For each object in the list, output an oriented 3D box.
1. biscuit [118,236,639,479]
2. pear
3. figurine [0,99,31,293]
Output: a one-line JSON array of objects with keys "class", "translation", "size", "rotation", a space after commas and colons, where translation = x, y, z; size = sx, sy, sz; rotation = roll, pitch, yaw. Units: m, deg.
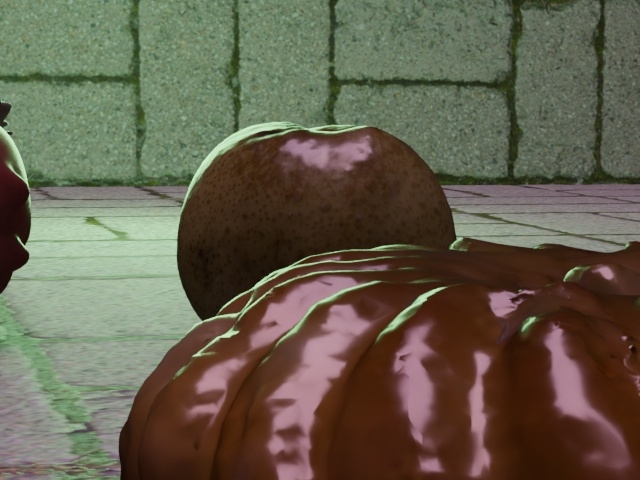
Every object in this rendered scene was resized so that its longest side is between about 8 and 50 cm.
[{"class": "biscuit", "translation": [0.096, 0.055, 0.546], "size": [0.326, 0.107, 0.326], "rotation": [0, 2, 0]}, {"class": "pear", "translation": [0.000, 0.000, 0.902], "size": [0.167, 0.136, 0.167], "rotation": [6, 6, -1]}, {"class": "figurine", "translation": [-0.255, -0.011, 1.000], "size": [0.207, 0.166, 0.387], "rotation": [-37, 20, -16]}]
